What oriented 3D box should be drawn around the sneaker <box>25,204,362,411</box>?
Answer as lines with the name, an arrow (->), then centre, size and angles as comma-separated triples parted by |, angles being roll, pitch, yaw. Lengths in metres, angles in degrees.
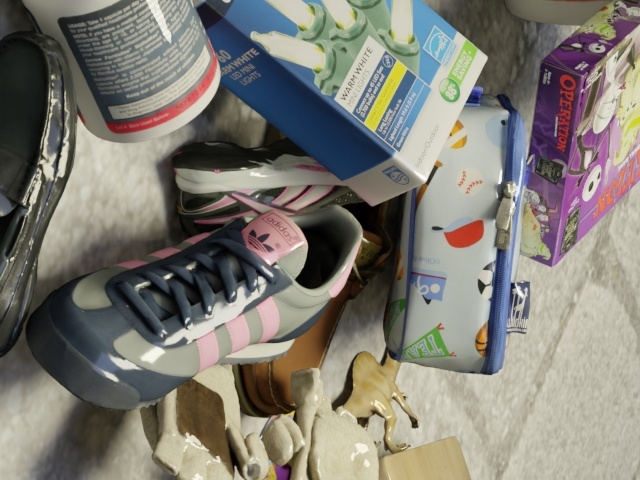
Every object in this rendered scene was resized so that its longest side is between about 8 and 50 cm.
sneaker -> -0.083, 0.030, 1.408 | 0.131, 0.112, 0.319 | -48, 166, 26

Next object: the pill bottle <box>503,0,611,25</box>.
pill bottle -> 0.260, -0.379, 1.901 | 0.176, 0.176, 0.318 | -29, 121, -53

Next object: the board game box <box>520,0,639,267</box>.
board game box -> 0.292, -0.144, 1.824 | 0.347, 0.056, 0.208 | -41, 149, -43

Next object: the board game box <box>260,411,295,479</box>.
board game box -> -0.009, 0.219, 1.727 | 0.133, 0.033, 0.168 | -51, 137, -41

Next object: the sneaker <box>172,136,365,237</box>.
sneaker -> -0.033, -0.036, 1.553 | 0.072, 0.178, 0.077 | -117, -149, -60

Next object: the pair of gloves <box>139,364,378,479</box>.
pair of gloves -> -0.040, 0.154, 1.501 | 0.240, 0.042, 0.204 | 39, 35, -28

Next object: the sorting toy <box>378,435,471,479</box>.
sorting toy -> 0.090, 0.317, 1.748 | 0.255, 0.089, 0.257 | 4, 67, -72

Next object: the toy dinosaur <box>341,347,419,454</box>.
toy dinosaur -> 0.046, 0.150, 1.804 | 0.183, 0.053, 0.092 | -40, 115, -58

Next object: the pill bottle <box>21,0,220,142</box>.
pill bottle -> -0.145, -0.165, 1.341 | 0.108, 0.108, 0.180 | -58, 142, -35

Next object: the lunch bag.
lunch bag -> 0.121, -0.020, 1.703 | 0.303, 0.115, 0.243 | -84, 180, -82

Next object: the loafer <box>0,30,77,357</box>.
loafer -> -0.214, -0.030, 1.287 | 0.078, 0.076, 0.223 | 14, 88, -67

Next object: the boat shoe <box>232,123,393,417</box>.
boat shoe -> 0.000, 0.000, 1.622 | 0.111, 0.104, 0.307 | 16, 84, -59

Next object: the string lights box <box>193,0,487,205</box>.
string lights box -> -0.011, -0.159, 1.479 | 0.260, 0.077, 0.133 | 38, 59, -19
